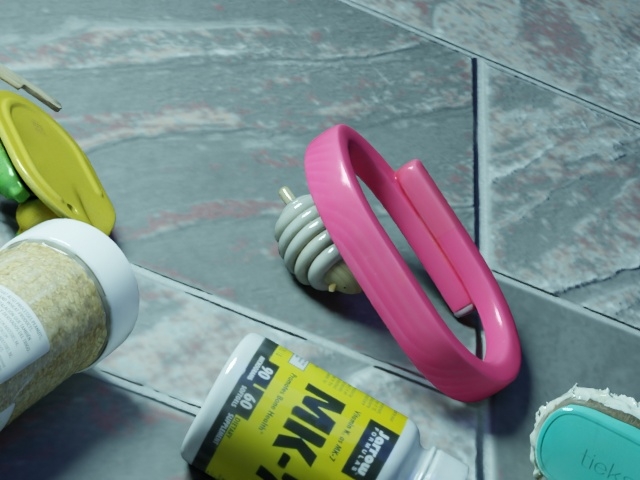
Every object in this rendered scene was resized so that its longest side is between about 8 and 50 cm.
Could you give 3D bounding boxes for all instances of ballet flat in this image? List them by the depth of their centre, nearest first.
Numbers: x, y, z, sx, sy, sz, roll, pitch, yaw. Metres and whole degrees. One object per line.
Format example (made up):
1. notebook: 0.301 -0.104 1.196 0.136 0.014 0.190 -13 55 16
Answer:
1. ballet flat: 0.371 0.245 1.692 0.409 0.147 0.147 33 31 26

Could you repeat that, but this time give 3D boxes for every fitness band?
1. fitness band: 0.086 0.018 1.817 0.291 0.054 0.209 56 23 -1

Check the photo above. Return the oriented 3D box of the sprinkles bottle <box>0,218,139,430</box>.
1. sprinkles bottle: -0.272 0.097 1.448 0.121 0.121 0.355 34 32 11

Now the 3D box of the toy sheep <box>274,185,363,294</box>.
1. toy sheep: 0.000 0.000 1.837 0.091 0.091 0.132 -12 51 -46

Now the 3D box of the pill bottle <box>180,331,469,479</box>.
1. pill bottle: 0.005 0.172 1.554 0.208 0.119 0.119 29 31 2

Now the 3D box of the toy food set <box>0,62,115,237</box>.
1. toy food set: -0.265 -0.063 1.751 0.128 0.071 0.218 30 23 -48
